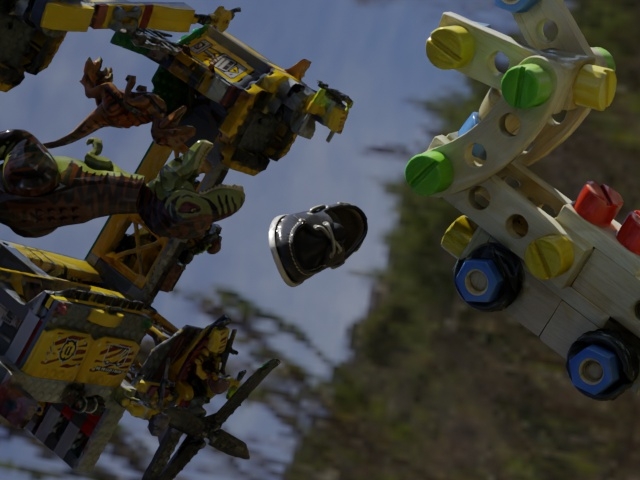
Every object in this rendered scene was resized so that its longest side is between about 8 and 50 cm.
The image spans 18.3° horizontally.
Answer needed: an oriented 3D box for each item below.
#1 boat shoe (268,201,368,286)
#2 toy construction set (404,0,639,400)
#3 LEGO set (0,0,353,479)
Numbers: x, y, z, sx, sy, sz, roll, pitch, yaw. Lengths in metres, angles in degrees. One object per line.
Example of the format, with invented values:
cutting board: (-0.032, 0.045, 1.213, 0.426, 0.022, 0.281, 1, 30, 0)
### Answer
boat shoe: (0.000, 0.000, 1.290, 0.125, 0.038, 0.046, -21, -85, -72)
toy construction set: (0.189, -0.020, 1.325, 0.151, 0.327, 0.215, 0, -53, -47)
LEGO set: (-0.095, -0.001, 0.983, 0.255, 0.192, 0.331, -55, -30, 2)
